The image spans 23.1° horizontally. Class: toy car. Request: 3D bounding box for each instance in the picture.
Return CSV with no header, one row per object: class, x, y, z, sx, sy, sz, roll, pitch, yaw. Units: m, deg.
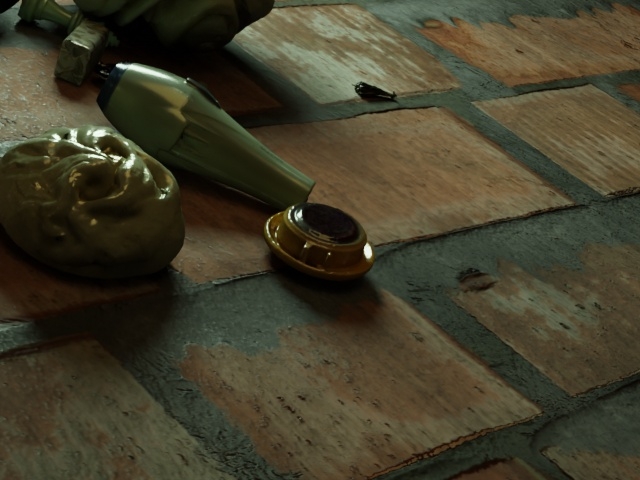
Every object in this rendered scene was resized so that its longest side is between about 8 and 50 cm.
toy car,-0.280,-0.232,2.186,0.041,0.025,0.093,36,27,29

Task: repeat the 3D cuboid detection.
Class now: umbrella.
umbrella,0.083,-0.236,2.469,0.083,0.020,0.031,5,-7,-30

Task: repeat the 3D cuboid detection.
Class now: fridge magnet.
fridge magnet,0.000,0.000,1.930,0.143,0.063,0.143,14,30,-8

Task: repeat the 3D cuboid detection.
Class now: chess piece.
chess piece,-0.358,-0.315,2.256,0.149,0.059,0.059,27,27,-3

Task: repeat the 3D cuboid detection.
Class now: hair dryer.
hair dryer,-0.120,-0.133,2.072,0.296,0.119,0.298,37,18,15

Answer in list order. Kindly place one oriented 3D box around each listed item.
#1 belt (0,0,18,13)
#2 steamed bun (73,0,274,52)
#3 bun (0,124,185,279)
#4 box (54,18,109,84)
belt,-0.495,-0.371,2.180,0.151,0.078,0.198,10,37,12
steamed bun,-0.198,-0.395,2.314,0.394,0.237,0.346,-10,4,-11
bun,-0.257,-0.056,1.774,0.231,0.133,0.231,18,29,-11
box,-0.329,-0.261,2.163,0.045,0.062,0.098,22,26,-2
